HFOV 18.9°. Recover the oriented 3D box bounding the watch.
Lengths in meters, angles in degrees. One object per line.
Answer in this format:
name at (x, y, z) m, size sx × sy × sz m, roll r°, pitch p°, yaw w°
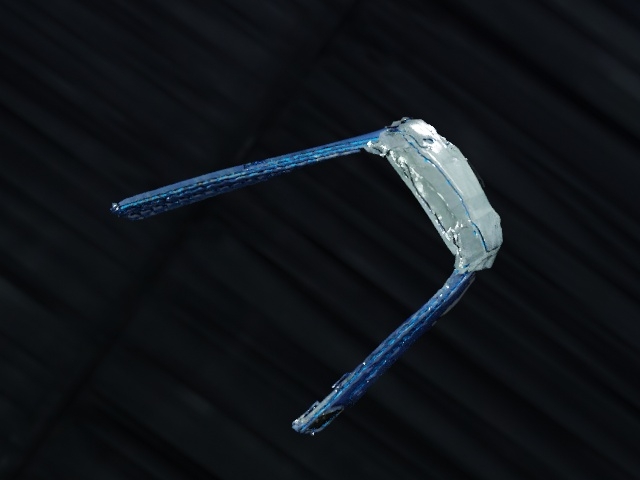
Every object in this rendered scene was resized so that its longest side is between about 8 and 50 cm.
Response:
watch at (-0.004, -0.013, 1.682) m, size 0.274 × 0.276 × 0.068 m, roll -43°, pitch -5°, yaw 23°
